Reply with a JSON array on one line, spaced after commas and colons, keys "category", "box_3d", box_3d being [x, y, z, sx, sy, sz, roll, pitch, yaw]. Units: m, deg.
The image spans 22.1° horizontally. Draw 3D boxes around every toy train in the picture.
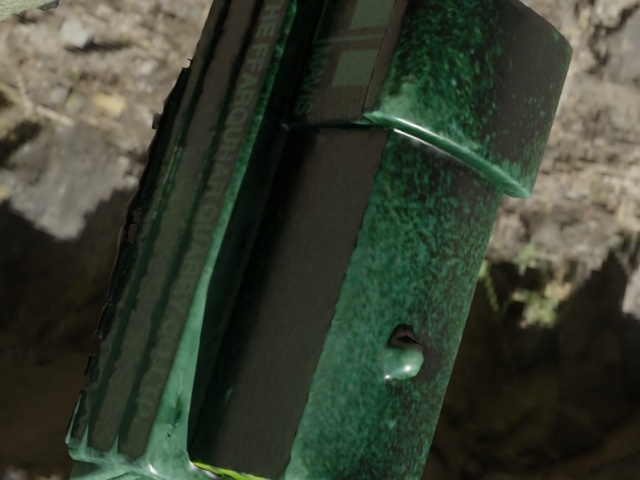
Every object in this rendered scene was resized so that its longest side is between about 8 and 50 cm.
[{"category": "toy train", "box_3d": [0.000, 0.000, 0.811, 0.138, 0.330, 0.178, 26, 165, -38]}]

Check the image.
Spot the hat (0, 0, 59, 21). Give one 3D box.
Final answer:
[{"category": "hat", "box_3d": [-0.161, -0.096, 0.317, 0.252, 0.110, 0.252, -11, 177, -1]}]
